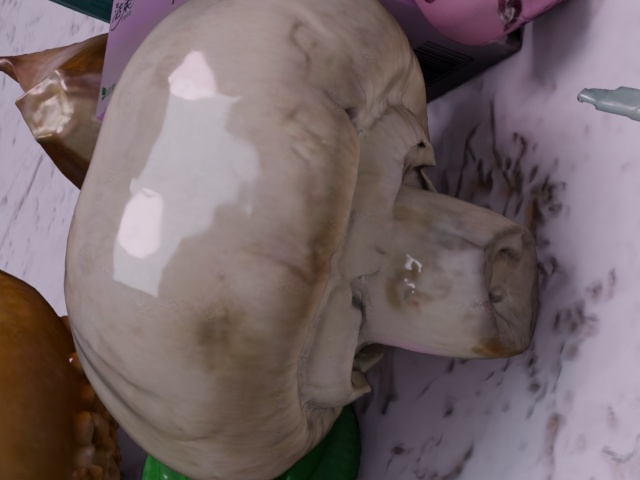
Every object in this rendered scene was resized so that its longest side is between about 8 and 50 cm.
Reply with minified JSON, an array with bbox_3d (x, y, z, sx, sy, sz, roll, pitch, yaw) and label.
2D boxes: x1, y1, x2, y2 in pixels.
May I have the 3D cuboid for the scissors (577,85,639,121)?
[{"bbox_3d":[0.201,-0.045,0.776,0.248,0.017,0.144,39,107,45],"label":"scissors"}]

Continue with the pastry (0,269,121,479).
[{"bbox_3d":[-0.277,0.205,1.283,0.409,0.245,0.409,-44,36,44],"label":"pastry"}]

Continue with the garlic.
[{"bbox_3d":[-0.164,-0.094,1.431,0.207,0.128,0.115,31,141,68],"label":"garlic"}]

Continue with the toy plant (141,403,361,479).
[{"bbox_3d":[-0.044,0.138,1.092,0.154,0.088,0.240,-21,39,34],"label":"toy plant"}]

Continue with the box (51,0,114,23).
[{"bbox_3d":[-0.156,-0.191,1.344,0.041,0.229,0.162,-62,28,15],"label":"box"}]

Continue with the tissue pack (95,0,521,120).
[{"bbox_3d":[-0.013,-0.130,1.138,0.246,0.148,0.092,-27,52,52],"label":"tissue pack"}]

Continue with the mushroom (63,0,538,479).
[{"bbox_3d":[0.000,0.000,0.983,0.254,0.234,0.260,-58,-19,-47],"label":"mushroom"}]

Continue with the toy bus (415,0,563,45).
[{"bbox_3d":[0.057,-0.201,1.018,0.063,0.090,0.203,-31,90,52],"label":"toy bus"}]
